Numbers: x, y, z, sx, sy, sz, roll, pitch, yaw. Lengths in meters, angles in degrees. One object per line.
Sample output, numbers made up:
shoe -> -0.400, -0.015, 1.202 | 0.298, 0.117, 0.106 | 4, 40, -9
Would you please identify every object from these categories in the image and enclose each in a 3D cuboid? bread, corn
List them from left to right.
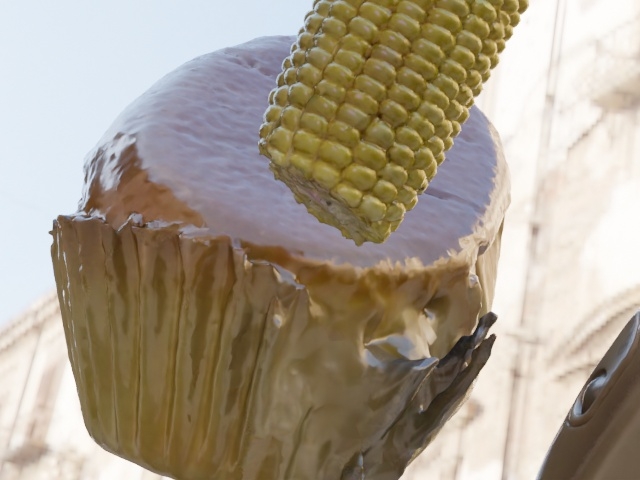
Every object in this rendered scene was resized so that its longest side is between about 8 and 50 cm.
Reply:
bread -> -0.013, -0.002, 0.905 | 0.236, 0.388, 0.183 | 8, -71, 6
corn -> 0.053, -0.120, 0.651 | 0.081, 0.248, 0.081 | 28, -5, 3

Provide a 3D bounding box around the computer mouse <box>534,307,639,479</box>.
computer mouse -> 0.193, 0.089, 0.727 | 0.145, 0.082, 0.236 | 29, -66, 3
